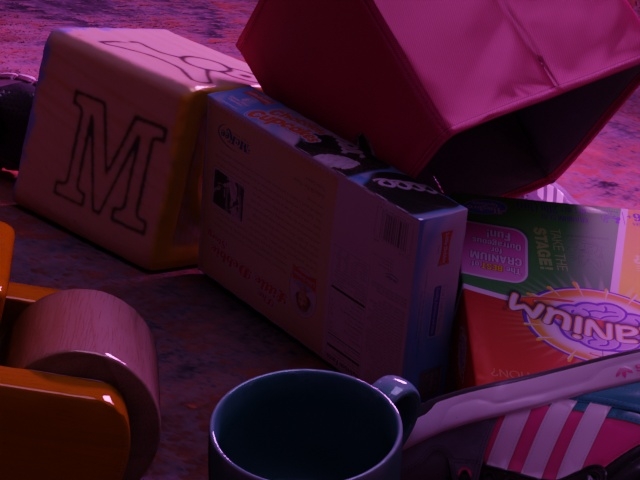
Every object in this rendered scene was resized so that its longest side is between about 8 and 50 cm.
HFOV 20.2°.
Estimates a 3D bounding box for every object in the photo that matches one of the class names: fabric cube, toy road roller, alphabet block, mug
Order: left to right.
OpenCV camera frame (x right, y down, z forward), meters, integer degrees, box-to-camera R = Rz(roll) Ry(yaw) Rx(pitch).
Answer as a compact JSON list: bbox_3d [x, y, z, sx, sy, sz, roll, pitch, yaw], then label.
[{"bbox_3d":[-0.258,0.028,1.229,0.329,0.241,0.202,12,17,-11],"label":"toy road roller"},{"bbox_3d":[-0.165,-0.098,1.830,0.197,0.193,0.192,25,20,32],"label":"alphabet block"},{"bbox_3d":[0.002,0.162,1.223,0.157,0.097,0.129,-5,33,-11],"label":"mug"},{"bbox_3d":[0.112,-0.179,1.696,0.259,0.254,0.258,-22,73,-27],"label":"fabric cube"}]

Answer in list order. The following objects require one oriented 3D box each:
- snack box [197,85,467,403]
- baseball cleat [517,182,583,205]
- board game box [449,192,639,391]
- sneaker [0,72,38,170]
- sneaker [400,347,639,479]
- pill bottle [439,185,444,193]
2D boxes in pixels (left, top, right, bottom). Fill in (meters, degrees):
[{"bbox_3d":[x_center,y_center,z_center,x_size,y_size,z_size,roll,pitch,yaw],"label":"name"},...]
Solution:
[{"bbox_3d":[0.000,0.000,1.640,0.060,0.187,0.322,-13,31,-35],"label":"snack box"},{"bbox_3d":[0.277,-0.029,2.220,0.109,0.072,0.206,-7,22,-37],"label":"baseball cleat"},{"bbox_3d":[0.236,0.086,1.558,0.242,0.064,0.316,5,37,-6],"label":"board game box"},{"bbox_3d":[-0.405,-0.119,1.885,0.281,0.106,0.162,10,18,22],"label":"sneaker"},{"bbox_3d":[0.165,0.197,1.278,0.295,0.124,0.178,-17,58,9],"label":"sneaker"},{"bbox_3d":[0.132,0.009,1.866,0.121,0.121,0.221,9,17,-19],"label":"pill bottle"}]
